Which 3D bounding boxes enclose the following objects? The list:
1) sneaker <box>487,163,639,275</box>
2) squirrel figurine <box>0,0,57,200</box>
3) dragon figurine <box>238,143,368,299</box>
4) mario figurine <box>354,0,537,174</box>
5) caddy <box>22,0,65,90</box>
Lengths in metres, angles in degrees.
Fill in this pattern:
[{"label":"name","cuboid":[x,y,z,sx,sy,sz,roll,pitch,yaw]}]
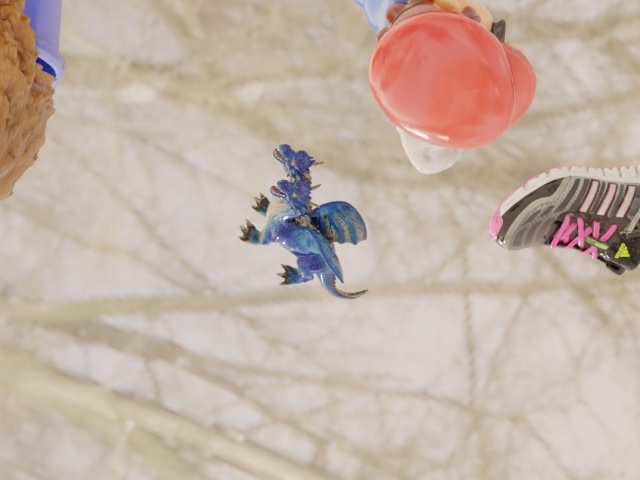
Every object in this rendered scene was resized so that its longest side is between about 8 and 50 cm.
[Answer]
[{"label":"sneaker","cuboid":[0.206,-0.011,1.401,0.075,0.170,0.063,62,-36,33]},{"label":"squirrel figurine","cuboid":[-0.390,-0.161,1.324,0.281,0.397,0.370,80,-15,-62]},{"label":"dragon figurine","cuboid":[0.000,0.000,2.341,0.144,0.289,0.085,-6,-134,43]},{"label":"mario figurine","cuboid":[0.111,-0.191,1.651,0.170,0.198,0.320,-25,-137,4]},{"label":"caddy","cuboid":[-0.346,-0.186,1.660,0.341,0.241,0.179,148,-51,-74]}]
